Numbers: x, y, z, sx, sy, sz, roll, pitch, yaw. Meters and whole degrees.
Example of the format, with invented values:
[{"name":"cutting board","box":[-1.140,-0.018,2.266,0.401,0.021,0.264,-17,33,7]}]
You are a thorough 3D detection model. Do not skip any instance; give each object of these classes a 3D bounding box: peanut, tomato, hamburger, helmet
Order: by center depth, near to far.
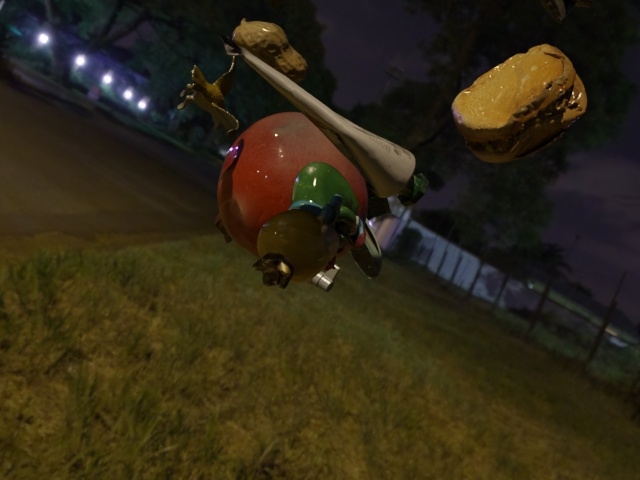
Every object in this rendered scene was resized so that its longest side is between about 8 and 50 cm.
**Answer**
[{"name":"hamburger","box":[0.321,-0.223,1.067,0.108,0.214,0.213,43,-6,-26]},{"name":"tomato","box":[-0.056,-0.105,1.318,0.321,0.322,0.321,30,0,0]},{"name":"helmet","box":[-0.255,-0.052,1.768,0.057,0.111,0.089,21,23,-38]},{"name":"peanut","box":[-0.166,-0.658,2.256,0.291,0.143,0.159,39,-23,-14]}]

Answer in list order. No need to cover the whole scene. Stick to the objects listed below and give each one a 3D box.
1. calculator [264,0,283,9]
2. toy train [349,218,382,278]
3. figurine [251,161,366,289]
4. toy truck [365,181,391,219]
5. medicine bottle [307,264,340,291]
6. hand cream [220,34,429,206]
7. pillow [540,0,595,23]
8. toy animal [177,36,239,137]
[{"name":"calculator","box":[-0.129,-0.845,1.860,0.274,0.248,0.058,54,35,-16]},{"name":"toy train","box":[0.088,-0.074,2.000,0.086,0.088,0.407,-24,-84,45]},{"name":"figurine","box":[-0.012,0.005,1.020,0.127,0.234,0.185,-7,-47,21]},{"name":"toy truck","box":[0.150,-0.196,2.061,0.259,0.088,0.121,-102,174,-50]},{"name":"medicine bottle","box":[-0.052,0.051,1.729,0.220,0.092,0.061,33,8,20]},{"name":"hand cream","box":[0.009,-0.157,0.858,0.336,0.076,0.121,35,9,-23]},{"name":"pillow","box":[0.527,-0.613,1.424,0.228,0.101,0.326,54,40,-6]},{"name":"toy animal","box":[-0.197,-0.245,1.129,0.095,0.219,0.155,10,-27,-23]}]
